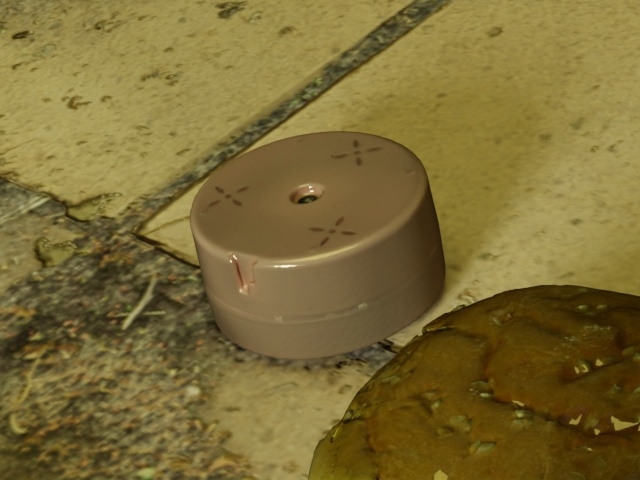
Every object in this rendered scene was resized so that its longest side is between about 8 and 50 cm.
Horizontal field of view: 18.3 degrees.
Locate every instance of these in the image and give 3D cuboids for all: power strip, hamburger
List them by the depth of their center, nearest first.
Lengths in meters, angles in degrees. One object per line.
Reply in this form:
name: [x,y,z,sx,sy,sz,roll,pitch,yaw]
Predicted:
hamburger: [0.135,0.112,0.977,0.285,0.134,0.265,14,44,29]
power strip: [0.000,0.000,1.221,0.154,0.078,0.154,-9,32,6]
